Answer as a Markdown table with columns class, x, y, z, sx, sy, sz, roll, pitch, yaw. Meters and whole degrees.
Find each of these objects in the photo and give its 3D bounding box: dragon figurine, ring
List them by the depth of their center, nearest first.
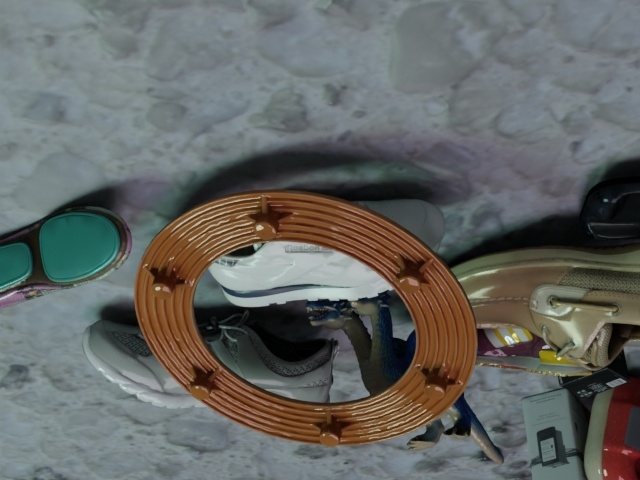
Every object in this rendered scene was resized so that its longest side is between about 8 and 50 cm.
| class | x | y | z | sx | sy | sz | roll | pitch | yaw |
| --- | --- | --- | --- | --- | --- | --- | --- | --- | --- |
| ring | -0.018 | 0.088 | 1.469 | 0.337 | 0.032 | 0.336 | 8 | 132 | 9 |
| dragon figurine | 0.111 | 0.140 | 1.628 | 0.289 | 0.144 | 0.085 | 24 | 149 | -29 |

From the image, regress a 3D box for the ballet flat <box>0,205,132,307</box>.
| class | x | y | z | sx | sy | sz | roll | pitch | yaw |
| --- | --- | --- | --- | --- | --- | --- | --- | --- | --- |
| ballet flat | -0.254 | 0.019 | 1.478 | 0.222 | 0.076 | 0.079 | -17 | 165 | 29 |

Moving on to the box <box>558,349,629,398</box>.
| class | x | y | z | sx | sy | sz | roll | pitch | yaw |
| --- | --- | --- | --- | --- | --- | --- | --- | --- | --- |
| box | 0.292 | 0.119 | 1.679 | 0.062 | 0.083 | 0.052 | -26 | 144 | 30 |

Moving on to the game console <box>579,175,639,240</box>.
| class | x | y | z | sx | sy | sz | roll | pitch | yaw |
| --- | --- | --- | --- | --- | --- | --- | --- | --- | --- |
| game console | 0.432 | -0.048 | 1.465 | 0.361 | 0.044 | 0.213 | -4 | 147 | -1 |

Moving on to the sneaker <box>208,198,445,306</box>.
| class | x | y | z | sx | sy | sz | roll | pitch | yaw |
| --- | --- | --- | --- | --- | --- | --- | --- | --- | --- |
| sneaker | 0.000 | 0.000 | 1.458 | 0.235 | 0.090 | 0.095 | -14 | 137 | 13 |

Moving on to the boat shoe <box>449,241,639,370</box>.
| class | x | y | z | sx | sy | sz | roll | pitch | yaw |
| --- | --- | --- | --- | --- | --- | --- | --- | --- | --- |
| boat shoe | 0.262 | 0.068 | 1.522 | 0.341 | 0.110 | 0.122 | -7 | 163 | 28 |

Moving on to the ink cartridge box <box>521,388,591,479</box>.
| class | x | y | z | sx | sy | sz | roll | pitch | yaw |
| --- | --- | --- | --- | --- | --- | --- | --- | --- | --- |
| ink cartridge box | 0.297 | 0.272 | 1.863 | 0.063 | 0.150 | 0.109 | -17 | 146 | 21 |

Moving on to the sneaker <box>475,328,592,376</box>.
| class | x | y | z | sx | sy | sz | roll | pitch | yaw |
| --- | --- | --- | --- | --- | --- | --- | --- | --- | --- |
| sneaker | 0.211 | 0.097 | 1.663 | 0.186 | 0.083 | 0.069 | 6 | 179 | 32 |

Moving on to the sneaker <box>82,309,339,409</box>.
| class | x | y | z | sx | sy | sz | roll | pitch | yaw |
| --- | --- | --- | --- | --- | --- | --- | --- | --- | --- |
| sneaker | -0.114 | 0.116 | 1.649 | 0.281 | 0.105 | 0.115 | 13 | 111 | -19 |

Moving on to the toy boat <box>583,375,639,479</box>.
| class | x | y | z | sx | sy | sz | roll | pitch | yaw |
| --- | --- | --- | --- | --- | --- | --- | --- | --- | --- |
| toy boat | 0.421 | 0.257 | 1.836 | 0.151 | 0.151 | 0.231 | -1 | 155 | 34 |
